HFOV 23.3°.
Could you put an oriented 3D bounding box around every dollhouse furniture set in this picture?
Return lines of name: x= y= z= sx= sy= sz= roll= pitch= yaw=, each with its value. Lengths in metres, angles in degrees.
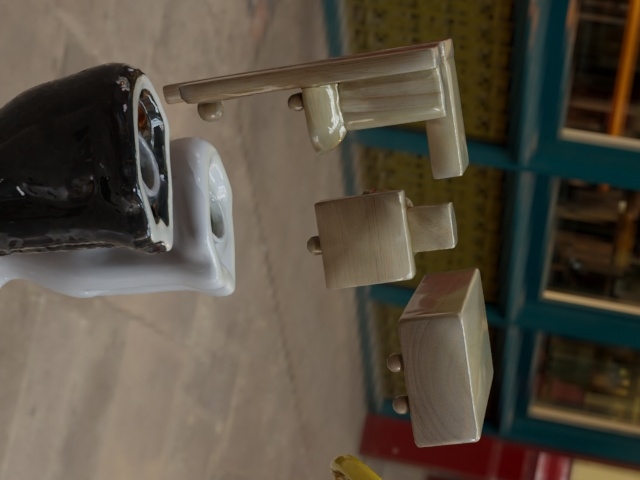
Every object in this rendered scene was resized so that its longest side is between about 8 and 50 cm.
dollhouse furniture set: x=0.000 y=0.000 z=0.653 sx=0.144 sy=0.123 sz=0.151 roll=-42 pitch=124 yaw=-78

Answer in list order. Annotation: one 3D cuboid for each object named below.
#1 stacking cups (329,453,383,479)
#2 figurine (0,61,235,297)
stacking cups: x=-0.091 y=0.177 z=0.349 sx=0.316 sy=0.096 sz=0.096 roll=-35 pitch=158 yaw=-8
figurine: x=-0.166 y=-0.012 z=0.815 sx=0.215 sy=0.209 sz=0.092 roll=47 pitch=36 yaw=-75
